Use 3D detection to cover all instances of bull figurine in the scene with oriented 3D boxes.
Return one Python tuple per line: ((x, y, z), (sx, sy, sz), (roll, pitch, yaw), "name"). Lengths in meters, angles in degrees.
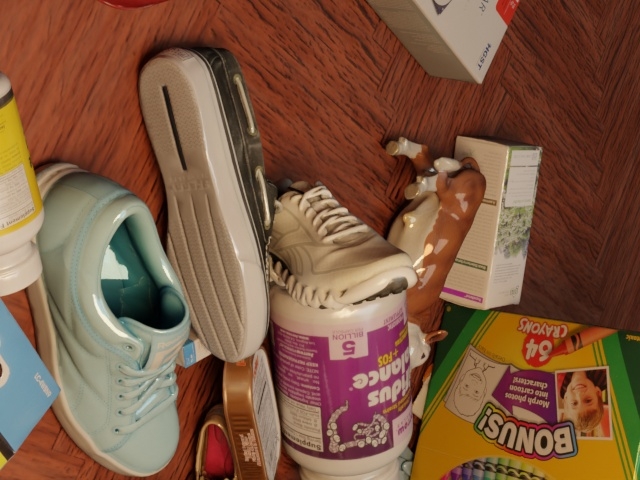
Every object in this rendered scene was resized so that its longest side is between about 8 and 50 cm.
((0.119, 0.020, 1.513), (0.188, 0.101, 0.310), (30, 79, -49), "bull figurine")

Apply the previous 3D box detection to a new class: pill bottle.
((0.028, 0.177, 1.403), (0.169, 0.169, 0.302), (-28, 122, -42), "pill bottle")
((-0.297, -0.048, 0.987), (0.103, 0.103, 0.184), (-33, 126, -40), "pill bottle")

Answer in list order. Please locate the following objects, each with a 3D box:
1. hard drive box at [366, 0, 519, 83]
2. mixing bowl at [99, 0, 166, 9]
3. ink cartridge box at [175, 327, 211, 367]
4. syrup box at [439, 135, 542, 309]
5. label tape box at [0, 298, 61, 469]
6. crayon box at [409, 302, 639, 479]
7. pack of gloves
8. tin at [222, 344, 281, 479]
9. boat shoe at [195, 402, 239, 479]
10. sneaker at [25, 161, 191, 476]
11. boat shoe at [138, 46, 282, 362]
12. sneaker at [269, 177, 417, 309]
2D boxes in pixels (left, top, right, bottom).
((0.155, -0.336, 1.447), (0.232, 0.089, 0.181), (38, 73, -50), "hard drive box")
((-0.148, -0.305, 1.085), (0.181, 0.098, 0.182), (-19, 115, -46), "mixing bowl")
((-0.136, 0.107, 1.275), (0.083, 0.048, 0.028), (-27, 124, -42), "ink cartridge box")
((0.240, -0.026, 1.647), (0.093, 0.096, 0.237), (-5, 107, -48), "syrup box")
((-0.392, 0.169, 0.908), (0.348, 0.115, 0.249), (-54, 149, -27), "label tape box")
((0.303, 0.266, 1.576), (0.106, 0.363, 0.313), (18, 82, -41), "crayon box")
((0.172, 0.325, 1.740), (0.232, 0.046, 0.195), (47, 65, -35), "pack of gloves")
((-0.076, 0.201, 1.315), (0.106, 0.040, 0.190), (-85, 168, -57), "tin")
((-0.120, 0.277, 1.332), (0.059, 0.063, 0.170), (-31, 120, -73), "boat shoe")
((-0.191, 0.104, 1.128), (0.135, 0.150, 0.366), (-39, 130, -34), "sneaker")
((-0.092, -0.041, 1.205), (0.119, 0.121, 0.335), (-24, 112, -45), "boat shoe")
((0.000, 0.000, 1.233), (0.110, 0.292, 0.118), (-12, 104, -28), "sneaker")
